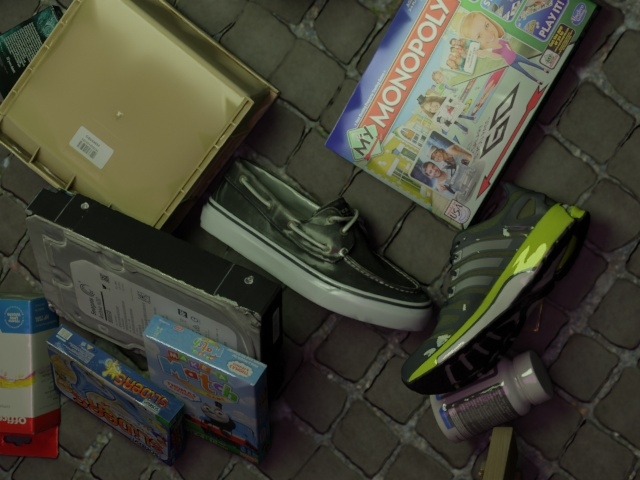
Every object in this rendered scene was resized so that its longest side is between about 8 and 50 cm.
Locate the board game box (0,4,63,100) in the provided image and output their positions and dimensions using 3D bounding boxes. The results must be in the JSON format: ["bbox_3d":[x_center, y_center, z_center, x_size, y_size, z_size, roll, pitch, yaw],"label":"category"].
[{"bbox_3d":[-0.371,-0.208,1.995,0.126,0.026,0.186,-26,86,17],"label":"board game box"}]

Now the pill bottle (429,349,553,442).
[{"bbox_3d":[0.211,0.190,1.807,0.137,0.078,0.078,-25,86,18],"label":"pill bottle"}]

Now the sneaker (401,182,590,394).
[{"bbox_3d":[0.193,0.058,1.771,0.121,0.111,0.300,36,78,30],"label":"sneaker"}]

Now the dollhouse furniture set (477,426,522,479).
[{"bbox_3d":[0.175,0.329,1.795,0.123,0.144,0.151,-1,130,19],"label":"dollhouse furniture set"}]

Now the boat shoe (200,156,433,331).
[{"bbox_3d":[0.000,0.000,1.839,0.335,0.121,0.119,28,106,16],"label":"boat shoe"}]

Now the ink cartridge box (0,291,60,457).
[{"bbox_3d":[-0.435,0.189,2.018,0.134,0.078,0.231,1,95,18],"label":"ink cartridge box"}]

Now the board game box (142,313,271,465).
[{"bbox_3d":[-0.142,0.193,1.871,0.160,0.211,0.039,23,56,16],"label":"board game box"}]

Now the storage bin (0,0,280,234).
[{"bbox_3d":[-0.241,-0.166,1.886,0.262,0.123,0.260,39,105,2],"label":"storage bin"}]

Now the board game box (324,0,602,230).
[{"bbox_3d":[0.171,-0.200,1.810,0.213,0.046,0.317,32,103,13],"label":"board game box"}]

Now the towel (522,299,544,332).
[{"bbox_3d":[0.237,0.077,1.826,0.083,0.009,0.060,16,99,16],"label":"towel"}]

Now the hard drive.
[{"bbox_3d":[-0.208,0.075,1.867,0.339,0.237,0.064,25,57,15],"label":"hard drive"}]

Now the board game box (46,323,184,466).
[{"bbox_3d":[-0.269,0.205,1.941,0.201,0.136,0.035,31,60,15],"label":"board game box"}]
